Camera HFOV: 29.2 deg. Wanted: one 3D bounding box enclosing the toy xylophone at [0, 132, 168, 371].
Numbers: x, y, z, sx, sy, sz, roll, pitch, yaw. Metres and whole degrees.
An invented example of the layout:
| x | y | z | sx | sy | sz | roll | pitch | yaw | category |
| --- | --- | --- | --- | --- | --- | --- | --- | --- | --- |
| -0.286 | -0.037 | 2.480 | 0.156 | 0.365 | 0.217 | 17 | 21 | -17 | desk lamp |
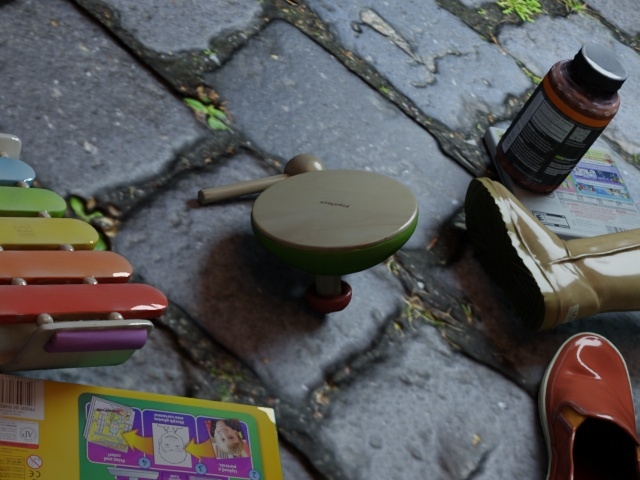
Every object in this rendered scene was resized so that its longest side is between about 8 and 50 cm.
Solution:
| x | y | z | sx | sy | sz | roll | pitch | yaw | category |
| --- | --- | --- | --- | --- | --- | --- | --- | --- | --- |
| -0.299 | 0.015 | 1.109 | 0.323 | 0.081 | 0.236 | 43 | 29 | 29 | toy xylophone |

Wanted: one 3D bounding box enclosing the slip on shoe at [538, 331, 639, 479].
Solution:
| x | y | z | sx | sy | sz | roll | pitch | yaw | category |
| --- | --- | --- | --- | --- | --- | --- | --- | --- | --- |
| 0.301 | 0.215 | 1.328 | 0.123 | 0.101 | 0.331 | 26 | 39 | -4 | slip on shoe |

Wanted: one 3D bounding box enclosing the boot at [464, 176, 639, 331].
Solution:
| x | y | z | sx | sy | sz | roll | pitch | yaw | category |
| --- | --- | --- | --- | --- | --- | --- | --- | --- | --- |
| 0.337 | 0.008 | 1.530 | 0.270 | 0.089 | 0.236 | -8 | 56 | -24 | boot |

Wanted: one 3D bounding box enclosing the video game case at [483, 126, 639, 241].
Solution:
| x | y | z | sx | sy | sz | roll | pitch | yaw | category |
| --- | --- | --- | --- | --- | --- | --- | --- | --- | --- |
| 0.343 | -0.068 | 1.697 | 0.212 | 0.023 | 0.193 | 8 | 46 | -25 | video game case |

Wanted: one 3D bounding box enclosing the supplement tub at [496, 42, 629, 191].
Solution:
| x | y | z | sx | sy | sz | roll | pitch | yaw | category |
| --- | --- | --- | --- | --- | --- | --- | --- | --- | --- |
| 0.320 | -0.163 | 1.606 | 0.106 | 0.198 | 0.106 | 18 | 42 | -17 | supplement tub |

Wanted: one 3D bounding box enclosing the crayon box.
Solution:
| x | y | z | sx | sy | sz | roll | pitch | yaw | category |
| --- | --- | --- | --- | --- | --- | --- | --- | --- | --- |
| -0.168 | 0.215 | 1.044 | 0.279 | 0.081 | 0.165 | 11 | 45 | -23 | crayon box |

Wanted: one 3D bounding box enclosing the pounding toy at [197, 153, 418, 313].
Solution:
| x | y | z | sx | sy | sz | roll | pitch | yaw | category |
| --- | --- | --- | --- | --- | --- | --- | --- | --- | --- |
| 0.000 | 0.000 | 1.373 | 0.183 | 0.110 | 0.237 | -25 | 36 | -33 | pounding toy |
